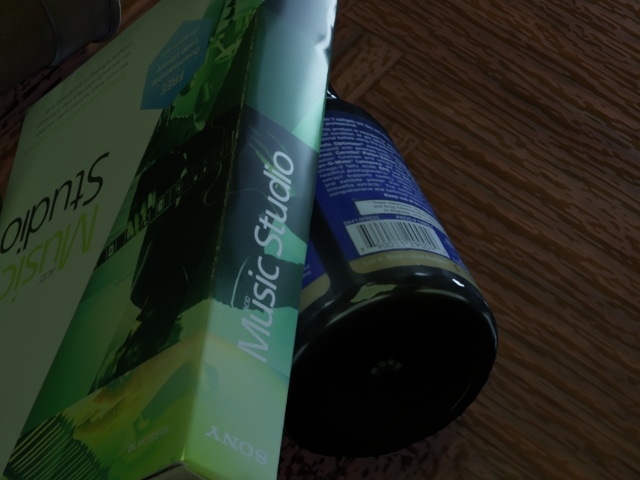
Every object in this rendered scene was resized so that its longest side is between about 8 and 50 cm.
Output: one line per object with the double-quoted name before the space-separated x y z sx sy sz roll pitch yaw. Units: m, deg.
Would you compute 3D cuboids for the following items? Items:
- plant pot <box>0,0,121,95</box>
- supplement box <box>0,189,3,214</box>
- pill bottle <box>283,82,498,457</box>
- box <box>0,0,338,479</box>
"plant pot" -0.231 -0.136 1.002 0.167 0.167 0.165 39 67 21
"supplement box" -0.211 -0.004 0.949 0.056 0.083 0.083 8 55 0
"pill bottle" 0.000 0.000 0.931 0.123 0.122 0.219 -12 44 -13
"box" -0.096 0.017 0.865 0.058 0.232 0.322 29 48 -30
